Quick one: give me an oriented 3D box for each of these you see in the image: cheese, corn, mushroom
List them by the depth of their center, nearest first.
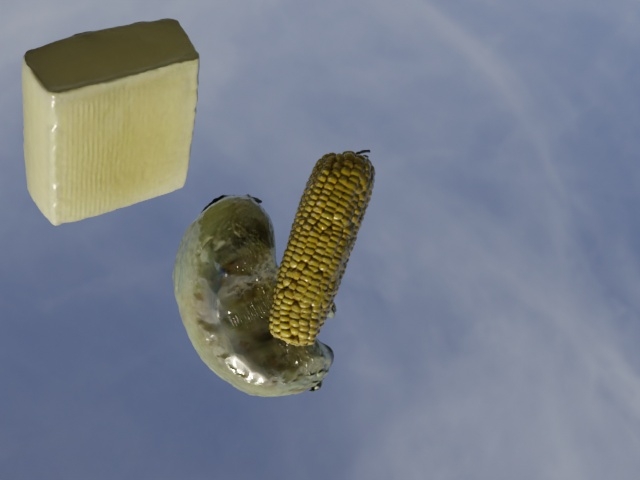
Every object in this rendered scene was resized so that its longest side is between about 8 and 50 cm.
[{"bbox_3d":[0.000,0.000,1.503,0.101,0.101,0.310,20,-97,6],"label":"corn"},{"bbox_3d":[-0.307,-0.172,1.530,0.243,0.265,0.124,-16,-125,-26],"label":"cheese"},{"bbox_3d":[-0.105,0.105,1.630,0.248,0.344,0.130,-7,-156,17],"label":"mushroom"}]
